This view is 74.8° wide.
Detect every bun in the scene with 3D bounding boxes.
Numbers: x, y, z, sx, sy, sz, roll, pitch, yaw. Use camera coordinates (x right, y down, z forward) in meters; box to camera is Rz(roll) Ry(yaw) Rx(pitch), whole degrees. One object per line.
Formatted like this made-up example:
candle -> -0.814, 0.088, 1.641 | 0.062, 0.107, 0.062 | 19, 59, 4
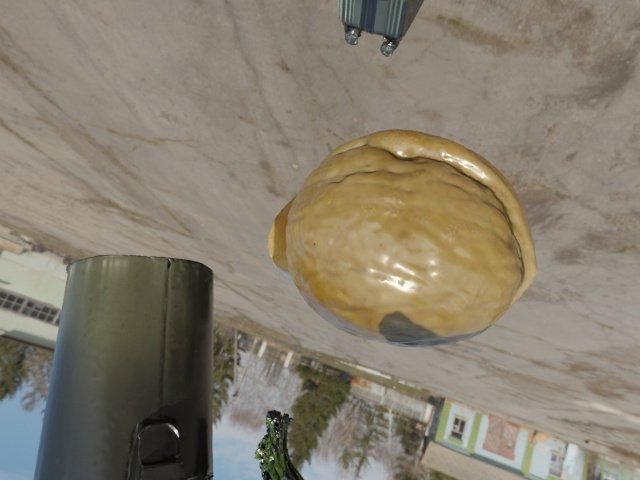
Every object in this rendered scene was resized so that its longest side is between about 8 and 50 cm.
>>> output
bun -> 0.000, 0.000, 1.234 | 0.299, 0.298, 0.165 | 6, 161, 39

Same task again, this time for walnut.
walnut -> 0.115, 0.004, 0.575 | 0.333, 0.332, 0.333 | 19, 163, 6

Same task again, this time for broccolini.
broccolini -> -0.015, 0.267, 0.501 | 0.062, 0.123, 0.271 | -18, 173, -32

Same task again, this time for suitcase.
suitcase -> 0.111, -0.456, 0.611 | 0.128, 0.202, 0.312 | 23, 162, 9

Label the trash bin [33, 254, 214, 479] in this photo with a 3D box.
trash bin -> -0.242, 0.181, 0.556 | 0.203, 0.301, 0.252 | 10, 154, -33
